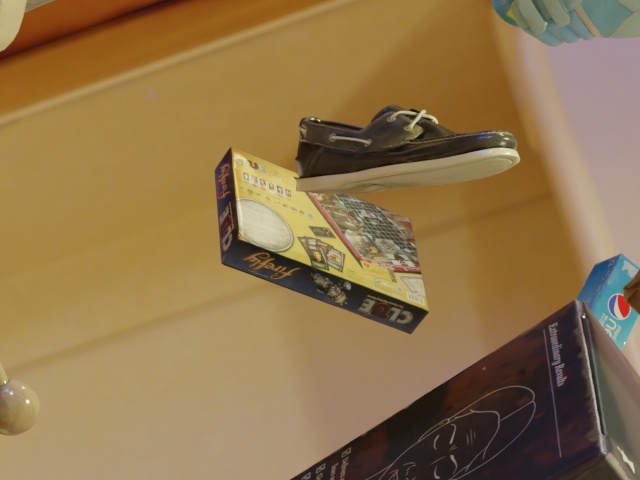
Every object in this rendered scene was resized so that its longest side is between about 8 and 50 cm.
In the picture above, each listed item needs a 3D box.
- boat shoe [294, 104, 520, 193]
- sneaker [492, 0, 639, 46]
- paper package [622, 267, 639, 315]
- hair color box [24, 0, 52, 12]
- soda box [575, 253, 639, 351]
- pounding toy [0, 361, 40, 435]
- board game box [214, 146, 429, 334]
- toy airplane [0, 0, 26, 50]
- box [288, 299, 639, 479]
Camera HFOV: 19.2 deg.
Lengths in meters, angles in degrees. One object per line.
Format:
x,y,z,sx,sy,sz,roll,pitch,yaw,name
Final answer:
0.072,-0.086,1.694,0.084,0.233,0.079,9,81,-51,boat shoe
0.279,-0.326,2.073,0.319,0.208,0.127,68,16,-47,sneaker
0.491,0.043,1.815,0.309,0.168,0.325,44,37,2,paper package
-0.226,-0.345,1.742,0.113,0.374,0.185,11,69,-51,hair color box
0.363,0.124,2.508,0.067,0.210,0.071,37,-24,-12,soda box
-0.388,0.156,1.687,0.110,0.237,0.183,-13,-69,55,pounding toy
0.000,0.000,2.116,0.243,0.042,0.165,22,35,-22,board game box
-0.367,-0.139,1.189,0.272,0.386,0.384,15,33,-49,toy airplane
0.139,0.287,1.705,0.212,0.395,0.293,51,18,-16,box
